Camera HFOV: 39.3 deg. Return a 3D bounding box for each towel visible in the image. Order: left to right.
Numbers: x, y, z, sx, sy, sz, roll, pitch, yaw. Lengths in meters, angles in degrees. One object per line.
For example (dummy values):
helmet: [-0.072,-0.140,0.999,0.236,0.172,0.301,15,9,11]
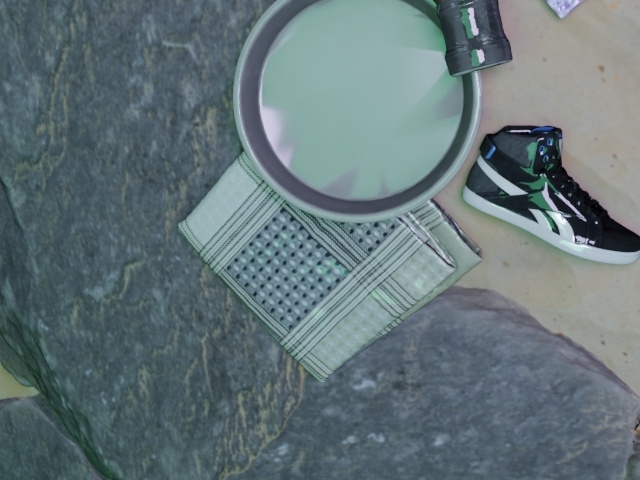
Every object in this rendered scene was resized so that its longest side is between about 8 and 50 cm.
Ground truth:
towel: [0.000,0.000,1.180,0.312,0.056,0.324,48,118,1]

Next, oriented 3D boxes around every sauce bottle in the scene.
sauce bottle: [0.134,-0.350,0.953,0.112,0.111,0.344,-10,99,26]

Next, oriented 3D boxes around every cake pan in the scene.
cake pan: [0.044,-0.168,1.066,0.293,0.054,0.293,2,100,10]

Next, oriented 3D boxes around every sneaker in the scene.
sneaker: [0.277,-0.062,1.025,0.217,0.079,0.121,24,117,16]

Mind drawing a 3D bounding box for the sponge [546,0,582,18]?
sponge: [0.302,-0.347,0.941,0.210,0.031,0.117,-39,91,29]
